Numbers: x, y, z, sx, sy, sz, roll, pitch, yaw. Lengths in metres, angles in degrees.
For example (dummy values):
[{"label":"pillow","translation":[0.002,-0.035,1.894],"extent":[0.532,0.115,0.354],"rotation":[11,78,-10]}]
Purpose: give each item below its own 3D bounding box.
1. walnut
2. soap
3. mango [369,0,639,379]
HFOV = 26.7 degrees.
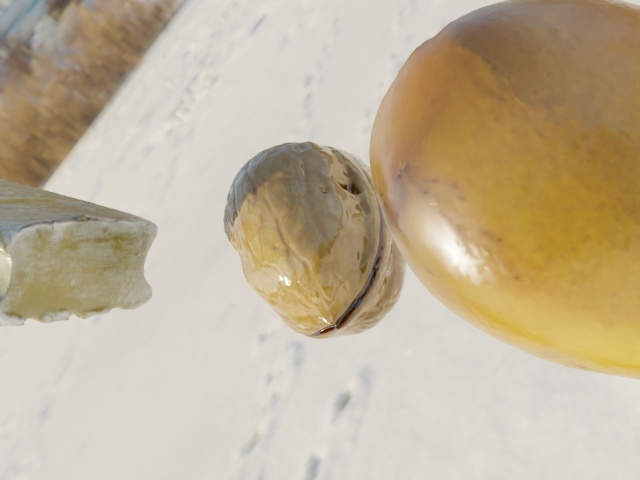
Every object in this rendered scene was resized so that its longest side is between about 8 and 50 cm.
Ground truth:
[{"label":"walnut","translation":[0.000,0.000,1.109],"extent":[0.144,0.144,0.180],"rotation":[-46,45,28]},{"label":"soap","translation":[-0.290,-0.002,1.136],"extent":[0.173,0.274,0.089],"rotation":[-6,-74,-53]},{"label":"mango","translation":[0.125,-0.012,0.520],"extent":[0.112,0.219,0.145],"rotation":[122,173,-73]}]
